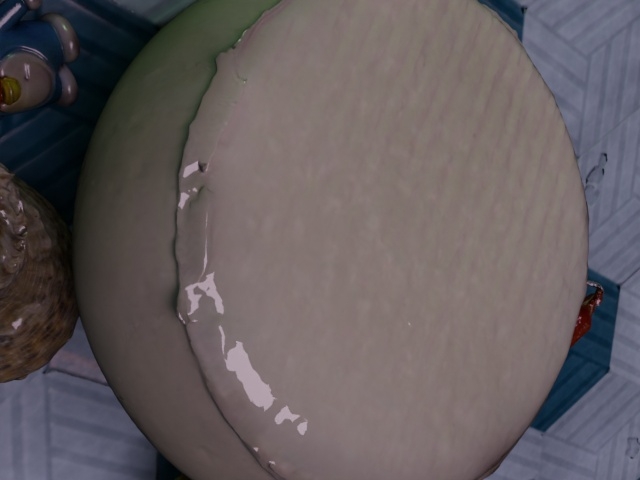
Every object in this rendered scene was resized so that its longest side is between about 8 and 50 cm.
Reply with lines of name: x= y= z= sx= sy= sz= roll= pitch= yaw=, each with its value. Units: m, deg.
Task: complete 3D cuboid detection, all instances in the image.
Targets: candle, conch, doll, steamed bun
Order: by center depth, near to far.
conch: x=-0.225 y=0.012 z=0.624 sx=0.155 sy=0.207 sz=0.130 roll=3 pitch=65 yaw=-11
doll: x=-0.225 y=-0.101 z=0.626 sx=0.152 sy=0.085 sz=0.114 roll=-18 pitch=133 yaw=-39
steamed bun: x=0.000 y=0.000 z=0.696 sx=0.374 sy=0.241 sz=0.374 roll=1 pitch=88 yaw=-36
candle: x=0.225 y=0.098 z=1.004 sx=0.162 sy=0.048 sz=0.053 roll=-41 pitch=157 yaw=-16

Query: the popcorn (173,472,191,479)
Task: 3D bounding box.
popcorn: x=-0.033 y=0.195 z=0.804 sx=0.195 sy=0.173 sz=0.168 roll=-10 pitch=72 yaw=-4
